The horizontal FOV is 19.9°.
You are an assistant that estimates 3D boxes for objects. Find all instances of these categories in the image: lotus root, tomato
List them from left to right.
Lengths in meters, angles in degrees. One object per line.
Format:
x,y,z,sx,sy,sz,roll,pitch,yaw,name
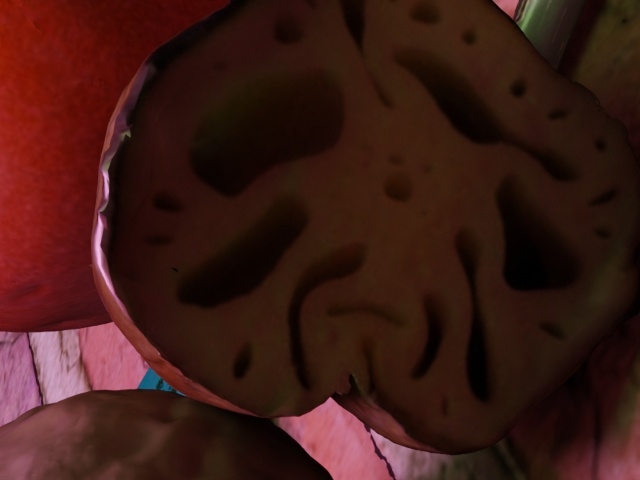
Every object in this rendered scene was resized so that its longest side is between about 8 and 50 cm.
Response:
-0.145,-0.086,1.023,0.341,0.273,0.341,-46,-21,-24,tomato
0.001,0.001,0.733,0.199,0.188,0.180,-41,2,-20,lotus root

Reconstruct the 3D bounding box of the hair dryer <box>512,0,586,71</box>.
0.094,-0.109,0.798,0.155,0.044,0.183,-102,33,-54,hair dryer

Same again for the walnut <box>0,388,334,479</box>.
-0.075,0.182,0.720,0.248,0.248,0.248,-49,32,45,walnut

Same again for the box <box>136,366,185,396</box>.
-0.097,0.160,1.041,0.226,0.042,0.161,-59,25,31,box
